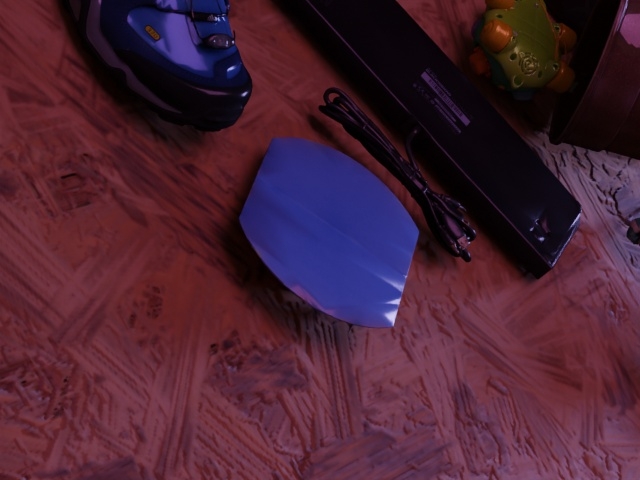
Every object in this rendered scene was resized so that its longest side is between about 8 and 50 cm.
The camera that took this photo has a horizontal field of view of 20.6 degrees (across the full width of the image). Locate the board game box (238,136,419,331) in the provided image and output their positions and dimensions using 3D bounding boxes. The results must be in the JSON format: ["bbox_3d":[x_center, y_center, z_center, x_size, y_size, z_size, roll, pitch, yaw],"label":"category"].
[{"bbox_3d":[0.000,0.000,1.269,0.133,0.033,0.168,33,38,-12],"label":"board game box"}]

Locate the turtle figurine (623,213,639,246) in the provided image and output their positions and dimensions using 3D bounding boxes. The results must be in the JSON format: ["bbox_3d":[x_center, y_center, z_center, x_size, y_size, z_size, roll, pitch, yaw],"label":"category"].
[{"bbox_3d":[0.345,0.025,1.505,0.175,0.118,0.234,32,49,-21],"label":"turtle figurine"}]

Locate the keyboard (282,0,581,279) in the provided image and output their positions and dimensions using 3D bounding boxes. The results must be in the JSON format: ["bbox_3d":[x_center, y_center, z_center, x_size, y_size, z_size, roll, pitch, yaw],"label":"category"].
[{"bbox_3d":[0.079,-0.092,1.409,0.317,0.033,0.201,47,34,-3],"label":"keyboard"}]

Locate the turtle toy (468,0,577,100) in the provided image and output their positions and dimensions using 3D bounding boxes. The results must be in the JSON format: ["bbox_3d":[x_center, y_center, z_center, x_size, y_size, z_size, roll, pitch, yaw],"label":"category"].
[{"bbox_3d":[0.168,-0.174,1.522,0.095,0.066,0.130,31,44,-21],"label":"turtle toy"}]

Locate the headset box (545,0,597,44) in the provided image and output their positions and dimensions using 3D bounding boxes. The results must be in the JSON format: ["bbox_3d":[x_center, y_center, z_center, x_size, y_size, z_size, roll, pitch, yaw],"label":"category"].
[{"bbox_3d":[0.351,-0.223,1.691,0.218,0.110,0.293,52,40,3],"label":"headset box"}]

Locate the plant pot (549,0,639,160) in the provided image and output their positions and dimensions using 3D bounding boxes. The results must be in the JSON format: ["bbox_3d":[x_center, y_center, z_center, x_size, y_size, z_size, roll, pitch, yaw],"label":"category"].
[{"bbox_3d":[0.302,-0.130,1.499,0.165,0.167,0.167,22,45,-3],"label":"plant pot"}]

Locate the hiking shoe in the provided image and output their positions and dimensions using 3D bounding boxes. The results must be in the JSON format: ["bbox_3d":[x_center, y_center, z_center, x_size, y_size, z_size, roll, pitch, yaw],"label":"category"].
[{"bbox_3d":[-0.120,-0.223,1.247,0.113,0.132,0.304,-10,68,-46],"label":"hiking shoe"}]
